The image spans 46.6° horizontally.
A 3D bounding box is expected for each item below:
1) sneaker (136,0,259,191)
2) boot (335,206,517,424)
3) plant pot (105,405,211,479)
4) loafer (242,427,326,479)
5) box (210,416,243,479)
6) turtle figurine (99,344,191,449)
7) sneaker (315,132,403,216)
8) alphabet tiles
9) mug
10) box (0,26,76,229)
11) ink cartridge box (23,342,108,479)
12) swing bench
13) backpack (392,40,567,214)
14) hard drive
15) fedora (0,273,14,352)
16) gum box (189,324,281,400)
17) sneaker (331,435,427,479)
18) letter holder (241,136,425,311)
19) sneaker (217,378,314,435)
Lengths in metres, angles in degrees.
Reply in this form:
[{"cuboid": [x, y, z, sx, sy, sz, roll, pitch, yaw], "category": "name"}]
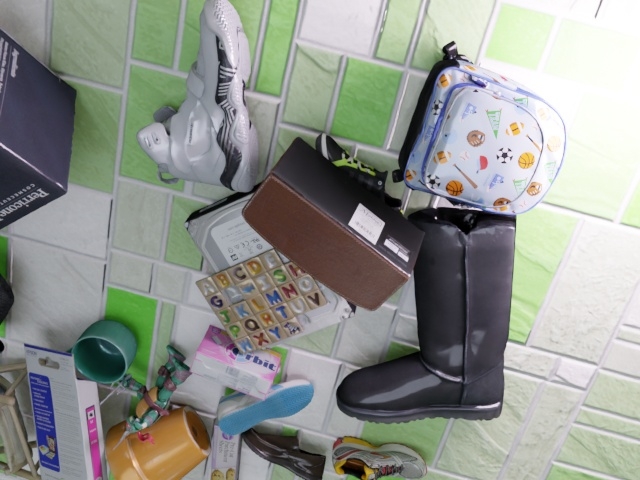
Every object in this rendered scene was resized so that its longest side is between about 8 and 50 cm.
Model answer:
[{"cuboid": [-0.236, -0.258, 1.381, 0.210, 0.137, 0.366, -1, 119, 7], "category": "sneaker"}, {"cuboid": [0.206, 0.153, 1.505, 0.366, 0.146, 0.445, -3, 119, 2], "category": "boot"}, {"cuboid": [-0.368, 0.490, 1.753, 0.187, 0.205, 0.205, -28, 109, 4], "category": "plant pot"}, {"cuboid": [-0.082, 0.496, 1.774, 0.220, 0.080, 0.078, 29, 84, -4], "category": "loafer"}, {"cuboid": [-0.234, 0.563, 1.828, 0.067, 0.063, 0.324, 10, 117, 3], "category": "box"}, {"cuboid": [-0.389, 0.355, 1.673, 0.234, 0.175, 0.118, -50, 136, -3], "category": "turtle figurine"}, {"cuboid": [0.081, -0.125, 1.431, 0.097, 0.084, 0.235, -27, 119, 22], "category": "sneaker"}, {"cuboid": [-0.115, 0.126, 1.554, 0.237, 0.009, 0.198, -23, 110, 20], "category": "alphabet tiles"}, {"cuboid": [-0.497, 0.241, 1.693, 0.157, 0.097, 0.130, 20, 118, 0], "category": "mug"}, {"cuboid": [-0.779, -0.211, 1.303, 0.479, 0.298, 0.472, -25, 143, 19], "category": "box"}, {"cuboid": [-0.582, 0.415, 1.704, 0.175, 0.069, 0.371, 4, 105, 33], "category": "ink cartridge box"}, {"cuboid": [-0.786, 0.432, 1.798, 0.254, 0.165, 0.253, -1, 116, 10], "category": "swing bench"}, {"cuboid": [0.294, -0.172, 1.309, 0.263, 0.213, 0.277, 14, 115, -10], "category": "backpack"}, {"cuboid": [-0.101, 0.052, 1.556, 0.236, 0.064, 0.339, -22, 112, 19], "category": "hard drive"}, {"cuboid": [-0.794, 0.101, 1.620, 0.334, 0.334, 0.152, 42, 82, -12], "category": "fedora"}, {"cuboid": [-0.181, 0.272, 1.651, 0.188, 0.107, 0.062, 22, 118, -2], "category": "gum box"}, {"cuboid": [0.135, 0.529, 1.734, 0.225, 0.093, 0.088, 5, 117, 6], "category": "sneaker"}, {"cuboid": [0.000, 0.000, 1.375, 0.301, 0.152, 0.214, 37, 126, -6], "category": "letter holder"}, {"cuboid": [-0.128, 0.360, 1.700, 0.228, 0.092, 0.087, -17, 121, -5], "category": "sneaker"}]
